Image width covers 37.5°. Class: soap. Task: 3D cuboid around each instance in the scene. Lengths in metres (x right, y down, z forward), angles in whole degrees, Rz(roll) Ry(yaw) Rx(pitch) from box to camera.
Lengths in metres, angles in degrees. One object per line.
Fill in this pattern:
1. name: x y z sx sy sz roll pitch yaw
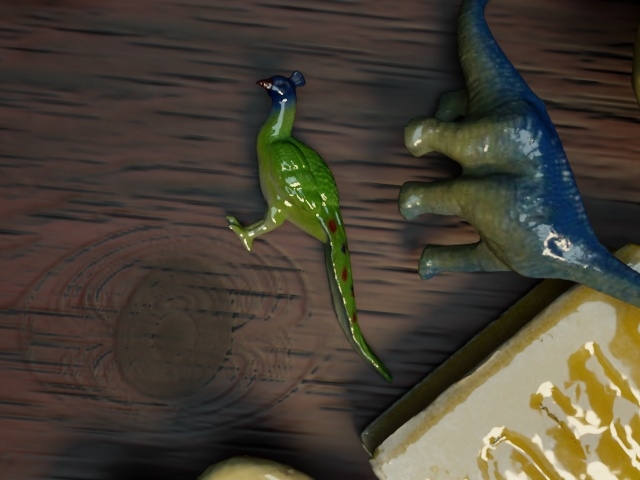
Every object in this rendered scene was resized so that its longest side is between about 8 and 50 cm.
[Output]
1. soap: 0.172 0.109 0.604 0.257 0.080 0.160 -41 94 1

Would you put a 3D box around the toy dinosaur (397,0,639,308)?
1. toy dinosaur: 0.145 -0.046 0.560 0.188 0.075 0.248 4 78 24

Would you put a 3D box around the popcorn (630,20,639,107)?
1. popcorn: 0.300 -0.174 0.486 0.349 0.382 0.349 -20 134 -22

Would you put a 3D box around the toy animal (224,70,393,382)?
1. toy animal: -0.017 0.004 0.612 0.075 0.041 0.217 -17 99 -2

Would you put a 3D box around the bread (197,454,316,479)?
1. bread: -0.050 0.282 0.602 0.316 0.054 0.316 2 99 10
